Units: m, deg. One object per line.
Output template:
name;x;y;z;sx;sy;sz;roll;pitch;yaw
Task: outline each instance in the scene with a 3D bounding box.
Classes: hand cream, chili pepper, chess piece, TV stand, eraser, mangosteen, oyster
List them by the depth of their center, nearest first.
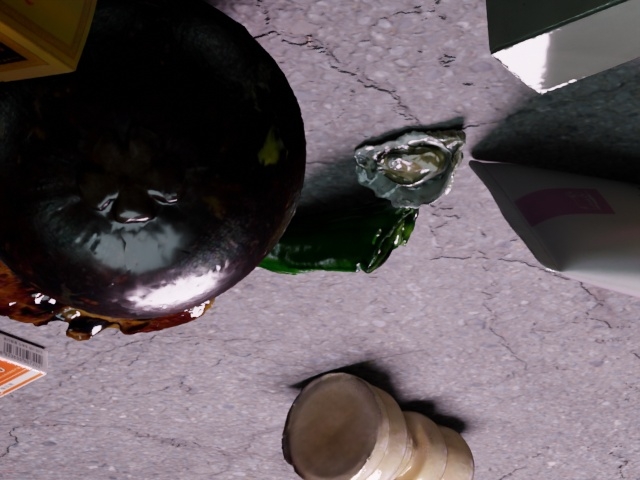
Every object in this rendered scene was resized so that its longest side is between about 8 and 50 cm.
TV stand;0.263;-0.208;1.480;0.269;0.088;0.082;-20;146;32
mangosteen;-0.149;-0.072;1.553;0.288;0.288;0.288;-1;151;0
oyster;0.083;-0.075;1.785;0.100;0.037;0.098;17;133;9
hand cream;0.320;0.001;1.813;0.358;0.185;0.118;12;121;-29
chili pepper;0.001;0.003;1.871;0.216;0.062;0.108;-13;-170;29
eraser;-0.440;0.128;2.122;0.157;0.038;0.230;-26;143;38
chess piece;0.087;0.250;2.291;0.142;0.143;0.261;-21;153;32

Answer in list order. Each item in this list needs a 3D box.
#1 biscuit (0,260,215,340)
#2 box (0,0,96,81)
biscuit;-0.223;-0.011;1.833;0.289;0.081;0.334;-13;148;12
box;-0.326;-0.185;1.440;0.274;0.076;0.174;-2;157;40
